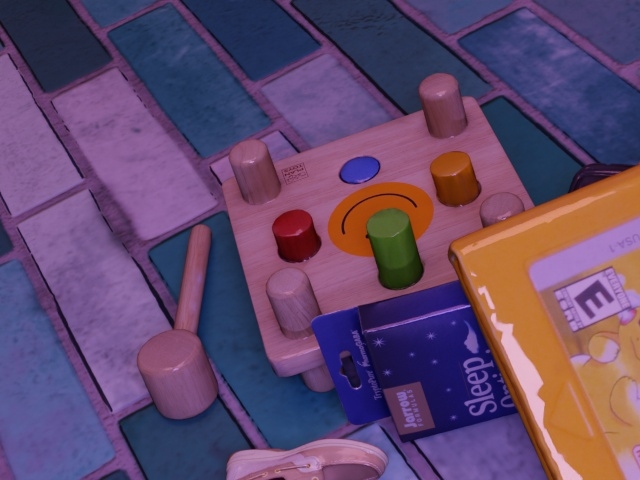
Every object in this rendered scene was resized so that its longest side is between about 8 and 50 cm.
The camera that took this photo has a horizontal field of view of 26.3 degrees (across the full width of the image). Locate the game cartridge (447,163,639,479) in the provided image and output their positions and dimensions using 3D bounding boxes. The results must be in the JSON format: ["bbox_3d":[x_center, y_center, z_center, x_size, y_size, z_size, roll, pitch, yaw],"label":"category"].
[{"bbox_3d":[0.291,0.069,0.948,0.324,0.052,0.285,-23,79,-3],"label":"game cartridge"}]

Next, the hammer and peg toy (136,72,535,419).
[{"bbox_3d":[0.000,0.000,1.195,0.361,0.127,0.266,-19,41,1],"label":"hammer and peg toy"}]

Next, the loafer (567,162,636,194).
[{"bbox_3d":[0.314,-0.017,1.140,0.223,0.076,0.078,3,60,22],"label":"loafer"}]

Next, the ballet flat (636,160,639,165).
[{"bbox_3d":[0.375,-0.104,1.200,0.222,0.079,0.077,-17,40,3],"label":"ballet flat"}]

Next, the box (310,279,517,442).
[{"bbox_3d":[0.117,0.086,1.051,0.225,0.136,0.036,-15,41,6],"label":"box"}]

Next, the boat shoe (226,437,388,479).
[{"bbox_3d":[-0.012,0.187,1.063,0.135,0.050,0.045,-12,44,24],"label":"boat shoe"}]
